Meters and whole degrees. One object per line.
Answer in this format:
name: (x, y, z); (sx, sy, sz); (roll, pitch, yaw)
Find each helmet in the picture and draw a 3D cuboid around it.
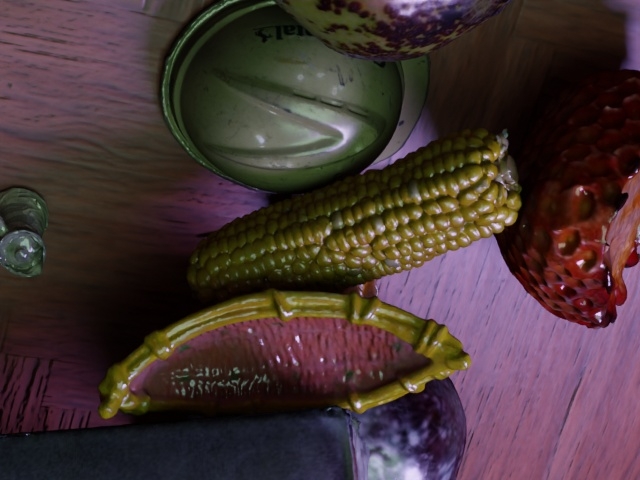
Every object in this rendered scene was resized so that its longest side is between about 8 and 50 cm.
helmet: (-0.004, -0.117, 1.749); (0.258, 0.137, 0.204); (-4, 116, -15)

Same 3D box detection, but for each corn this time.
corn: (0.028, -0.009, 1.722); (0.313, 0.102, 0.102); (-20, 121, 17)

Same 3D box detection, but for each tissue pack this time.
tissue pack: (-0.154, 0.300, 1.660); (0.394, 0.288, 0.124); (-4, 157, 6)

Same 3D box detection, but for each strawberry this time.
strawberry: (0.228, -0.029, 1.805); (0.150, 0.280, 0.253); (19, 131, 14)

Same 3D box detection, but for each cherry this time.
cherry: (0.009, 0.193, 1.856); (0.296, 0.218, 0.255); (37, 129, -9)

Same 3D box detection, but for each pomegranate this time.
pomegranate: (0.066, -0.273, 1.578); (0.285, 0.340, 0.285); (-4, 110, -12)

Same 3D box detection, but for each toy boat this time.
toy boat: (-0.032, 0.102, 1.695); (0.318, 0.099, 0.141); (-7, 127, 1)

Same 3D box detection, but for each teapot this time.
teapot: (-0.270, -0.007, 1.753); (0.057, 0.083, 0.067); (-38, 122, 9)

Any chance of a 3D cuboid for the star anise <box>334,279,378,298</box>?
star anise: (-0.005, -0.004, 1.854); (0.140, 0.144, 0.158); (-1, 106, -53)
